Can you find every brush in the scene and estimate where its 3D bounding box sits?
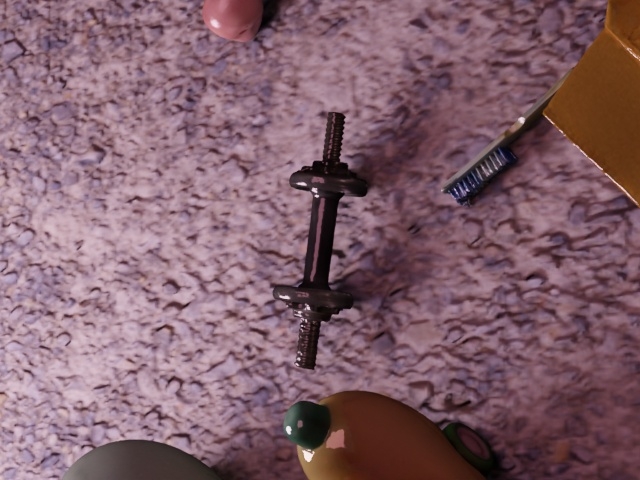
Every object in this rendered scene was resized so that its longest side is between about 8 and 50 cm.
[{"bbox_3d":[0.182,-0.094,1.601,0.178,0.033,0.030,-43,67,24],"label":"brush"}]

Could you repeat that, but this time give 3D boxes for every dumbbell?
[{"bbox_3d":[0.000,0.000,1.694,0.081,0.081,0.254,5,86,37],"label":"dumbbell"}]

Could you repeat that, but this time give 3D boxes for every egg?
[{"bbox_3d":[-0.168,0.290,1.722,0.230,0.168,0.168,21,96,35],"label":"egg"}]

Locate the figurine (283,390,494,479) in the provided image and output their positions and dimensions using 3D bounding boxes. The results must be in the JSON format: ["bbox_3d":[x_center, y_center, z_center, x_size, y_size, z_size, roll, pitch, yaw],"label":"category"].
[{"bbox_3d":[0.092,0.263,1.500,0.124,0.222,0.324,-48,58,19],"label":"figurine"}]

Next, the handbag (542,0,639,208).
[{"bbox_3d":[0.374,-0.172,1.283,0.401,0.133,0.283,-54,54,19],"label":"handbag"}]

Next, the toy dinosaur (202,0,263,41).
[{"bbox_3d":[-0.082,-0.312,1.759,0.152,0.194,0.177,41,86,24],"label":"toy dinosaur"}]
